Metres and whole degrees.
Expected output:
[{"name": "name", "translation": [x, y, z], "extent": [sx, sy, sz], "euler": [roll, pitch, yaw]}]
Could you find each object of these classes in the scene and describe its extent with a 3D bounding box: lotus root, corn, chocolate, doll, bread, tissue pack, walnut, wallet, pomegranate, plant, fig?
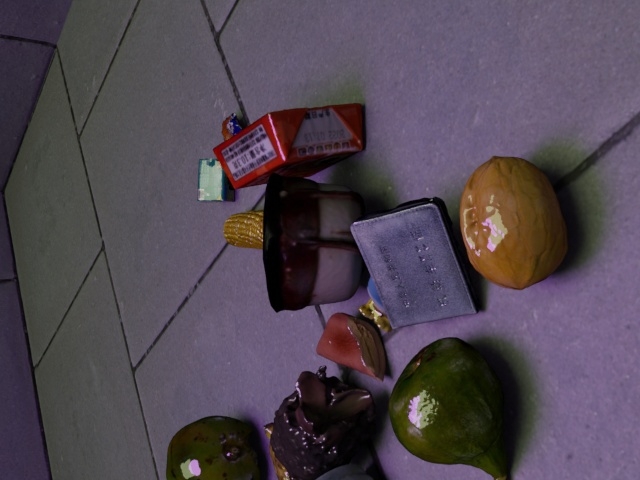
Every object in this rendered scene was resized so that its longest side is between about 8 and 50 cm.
[{"name": "lotus root", "translation": [-0.064, 0.464, 1.678], "extent": [0.108, 0.094, 0.191], "euler": [-56, 35, 7]}, {"name": "corn", "translation": [-0.140, -0.026, 1.779], "extent": [0.293, 0.106, 0.106], "euler": [3, 91, 53]}, {"name": "chocolate", "translation": [0.000, 0.000, 1.475], "extent": [0.283, 0.186, 0.283], "euler": [-3, -90, -84]}, {"name": "chocolate", "translation": [-0.060, -0.191, 1.571], "extent": [0.237, 0.235, 0.108], "euler": [-18, 86, 52]}, {"name": "doll", "translation": [0.156, 0.053, 1.376], "extent": [0.241, 0.099, 0.135], "euler": [-64, 37, 33]}, {"name": "bread", "translation": [0.063, 0.201, 1.522], "extent": [0.192, 0.067, 0.119], "euler": [16, 110, 54]}, {"name": "tissue pack", "translation": [-0.262, -0.152, 1.978], "extent": [0.085, 0.079, 0.111], "euler": [1, 90, 22]}, {"name": "walnut", "translation": [0.285, -0.028, 1.155], "extent": [0.159, 0.159, 0.206], "euler": [-19, 79, 52]}, {"name": "wallet", "translation": [0.157, 0.041, 1.291], "extent": [0.167, 0.036, 0.222], "euler": [-14, 108, 25]}, {"name": "pomegranate", "translation": [-0.268, 0.545, 1.858], "extent": [0.302, 0.236, 0.235], "euler": [135, 127, -58]}, {"name": "plant", "translation": [0.003, 0.352, 1.501], "extent": [0.178, 0.204, 0.234], "euler": [45, 135, 33]}, {"name": "fig", "translation": [0.236, 0.285, 1.242], "extent": [0.235, 0.203, 0.203], "euler": [39, 129, 1]}]

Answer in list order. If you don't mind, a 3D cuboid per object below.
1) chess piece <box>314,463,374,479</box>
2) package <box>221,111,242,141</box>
[{"name": "chess piece", "translation": [0.085, 0.579, 1.403], "extent": [0.299, 0.195, 0.194], "euler": [47, 126, 33]}, {"name": "package", "translation": [-0.225, -0.285, 1.963], "extent": [0.077, 0.033, 0.111], "euler": [61, 154, 2]}]
